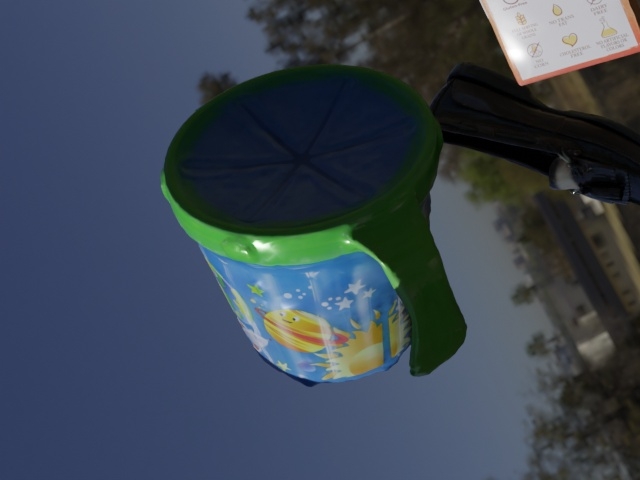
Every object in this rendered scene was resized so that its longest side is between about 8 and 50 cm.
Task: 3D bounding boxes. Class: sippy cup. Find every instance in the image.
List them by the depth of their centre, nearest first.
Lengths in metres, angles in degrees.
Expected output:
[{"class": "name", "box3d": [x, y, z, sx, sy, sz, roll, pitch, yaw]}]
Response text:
[{"class": "sippy cup", "box3d": [0.000, 0.000, 1.121, 0.305, 0.240, 0.224, -90, -10, -49]}]

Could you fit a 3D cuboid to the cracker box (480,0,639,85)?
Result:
[{"class": "cracker box", "box3d": [0.084, -0.208, 0.559, 0.232, 0.067, 0.155, 61, -147, -27]}]

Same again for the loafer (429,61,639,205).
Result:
[{"class": "loafer", "box3d": [0.222, -0.081, 1.223, 0.267, 0.084, 0.096, 29, 162, 26]}]
